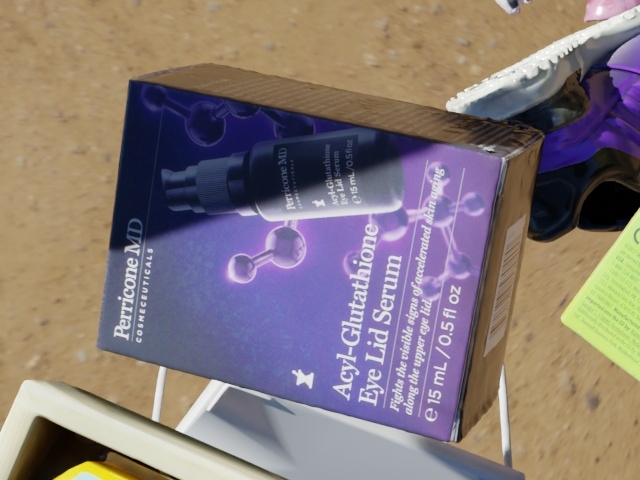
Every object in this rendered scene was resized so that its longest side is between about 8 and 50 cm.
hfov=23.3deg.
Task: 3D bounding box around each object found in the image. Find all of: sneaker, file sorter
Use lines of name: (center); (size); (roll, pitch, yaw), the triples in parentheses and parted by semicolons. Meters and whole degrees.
sneaker: (0.210, -0.080, 1.125); (0.102, 0.293, 0.146); (-20, 97, 48)
file sorter: (0.008, 0.158, 1.353); (0.277, 0.173, 0.193); (23, 131, -17)

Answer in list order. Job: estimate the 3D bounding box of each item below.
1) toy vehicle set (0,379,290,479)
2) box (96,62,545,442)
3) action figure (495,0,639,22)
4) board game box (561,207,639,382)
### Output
toy vehicle set: (0.011, 0.163, 0.403); (0.266, 0.035, 0.166); (22, 88, 11)
box: (0.000, 0.000, 0.828); (0.207, 0.108, 0.153); (12, 104, 16)
action figure: (0.276, -0.268, 1.338); (0.248, 0.370, 0.276); (53, 135, 41)
board game box: (0.217, -0.036, 0.597); (0.124, 0.039, 0.259); (38, 108, 16)
